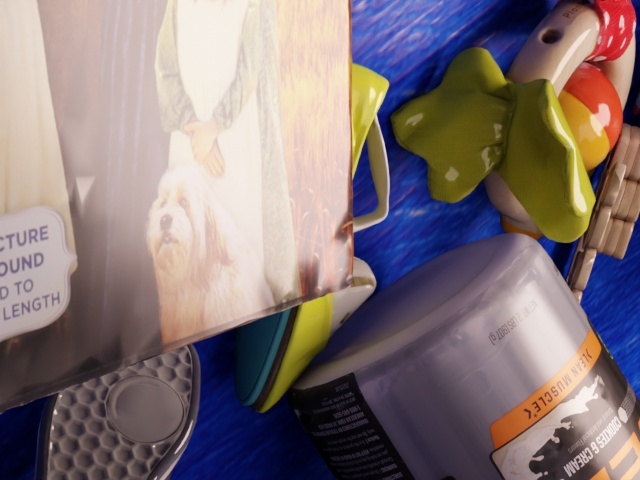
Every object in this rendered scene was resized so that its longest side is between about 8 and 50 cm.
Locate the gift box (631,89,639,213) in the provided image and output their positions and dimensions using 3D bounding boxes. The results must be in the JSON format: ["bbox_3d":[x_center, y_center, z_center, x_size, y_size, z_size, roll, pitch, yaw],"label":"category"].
[{"bbox_3d":[0.393,-0.083,1.339,0.255,0.258,0.276,-40,157,-31],"label":"gift box"}]

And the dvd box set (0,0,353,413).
[{"bbox_3d":[-0.096,-0.159,0.623,0.307,0.062,0.421,-16,110,-52],"label":"dvd box set"}]

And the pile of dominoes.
[{"bbox_3d":[0.199,0.042,1.266,0.196,0.040,0.251,-54,161,-72],"label":"pile of dominoes"}]

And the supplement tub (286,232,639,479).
[{"bbox_3d":[0.135,0.170,1.111,0.193,0.193,0.316,-38,99,-30],"label":"supplement tub"}]

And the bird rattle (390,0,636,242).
[{"bbox_3d":[0.161,-0.111,1.184,0.254,0.143,0.207,-61,157,-24],"label":"bird rattle"}]

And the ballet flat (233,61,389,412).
[{"bbox_3d":[0.000,0.000,1.046,0.077,0.077,0.231,1,111,-20],"label":"ballet flat"}]

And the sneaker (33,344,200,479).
[{"bbox_3d":[-0.137,0.169,0.994,0.163,0.086,0.226,112,-4,-54],"label":"sneaker"}]
